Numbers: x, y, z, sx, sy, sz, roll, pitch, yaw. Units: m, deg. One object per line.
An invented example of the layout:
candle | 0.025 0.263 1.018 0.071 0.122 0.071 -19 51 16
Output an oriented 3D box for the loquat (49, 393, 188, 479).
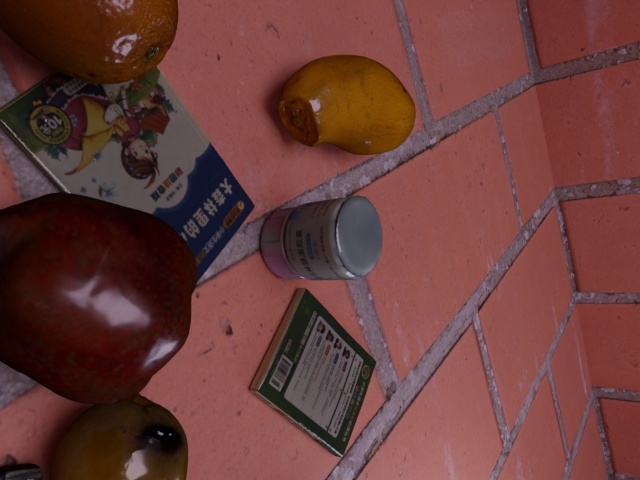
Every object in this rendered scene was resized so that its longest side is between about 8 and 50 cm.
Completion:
loquat | -0.223 0.255 0.571 0.163 0.137 0.163 3 90 -68

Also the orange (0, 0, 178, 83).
orange | -0.254 -0.270 0.543 0.206 0.206 0.206 7 81 -49

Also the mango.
mango | 0.062 -0.257 0.956 0.359 0.144 0.187 -3 86 -47

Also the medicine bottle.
medicine bottle | 0.000 0.000 0.834 0.135 0.168 0.135 5 83 -49

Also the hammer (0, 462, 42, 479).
hammer | -0.358 0.406 0.475 0.111 0.043 0.366 17 75 -49

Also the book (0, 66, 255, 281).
book | -0.231 -0.096 0.688 0.322 0.018 0.228 56 48 -30

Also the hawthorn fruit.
hawthorn fruit | -0.248 0.045 0.507 0.248 0.208 0.208 47 53 -47

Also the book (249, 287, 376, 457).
book | 0.000 0.243 0.918 0.264 0.027 0.202 49 51 -34
